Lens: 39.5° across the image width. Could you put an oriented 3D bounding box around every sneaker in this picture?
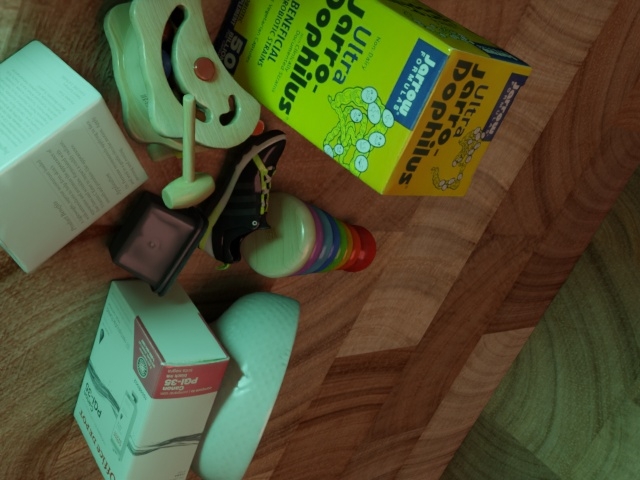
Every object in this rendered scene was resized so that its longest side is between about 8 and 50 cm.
[{"bbox_3d":[-0.103,-0.059,1.376,0.235,0.097,0.084,-55,168,16],"label":"sneaker"}]

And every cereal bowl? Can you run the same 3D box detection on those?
[{"bbox_3d":[-0.155,0.237,1.503,0.339,0.141,0.339,-159,-90,-83],"label":"cereal bowl"}]

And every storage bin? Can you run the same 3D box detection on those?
[{"bbox_3d":[-0.242,-0.005,1.298,0.091,0.098,0.135,31,100,-30],"label":"storage bin"}]

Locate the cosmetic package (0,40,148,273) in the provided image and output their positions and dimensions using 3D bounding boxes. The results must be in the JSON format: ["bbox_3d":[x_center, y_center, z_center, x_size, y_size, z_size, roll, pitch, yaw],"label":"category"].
[{"bbox_3d":[-0.331,-0.096,1.024,0.183,0.151,0.151,-40,146,-15],"label":"cosmetic package"}]

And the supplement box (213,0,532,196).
[{"bbox_3d":[0.054,-0.229,1.165,0.195,0.356,0.194,-3,125,-49],"label":"supplement box"}]

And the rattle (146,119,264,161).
[{"bbox_3d":[-0.168,-0.190,1.241,0.130,0.143,0.199,-34,-179,41],"label":"rattle"}]

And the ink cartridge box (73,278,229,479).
[{"bbox_3d":[-0.267,0.230,1.376,0.117,0.207,0.283,-1,124,-38],"label":"ink cartridge box"}]

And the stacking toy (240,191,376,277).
[{"bbox_3d":[0.000,0.000,1.569,0.141,0.141,0.330,-58,154,13],"label":"stacking toy"}]

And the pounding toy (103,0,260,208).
[{"bbox_3d":[-0.138,-0.182,1.057,0.154,0.154,0.270,-17,101,-39],"label":"pounding toy"}]
